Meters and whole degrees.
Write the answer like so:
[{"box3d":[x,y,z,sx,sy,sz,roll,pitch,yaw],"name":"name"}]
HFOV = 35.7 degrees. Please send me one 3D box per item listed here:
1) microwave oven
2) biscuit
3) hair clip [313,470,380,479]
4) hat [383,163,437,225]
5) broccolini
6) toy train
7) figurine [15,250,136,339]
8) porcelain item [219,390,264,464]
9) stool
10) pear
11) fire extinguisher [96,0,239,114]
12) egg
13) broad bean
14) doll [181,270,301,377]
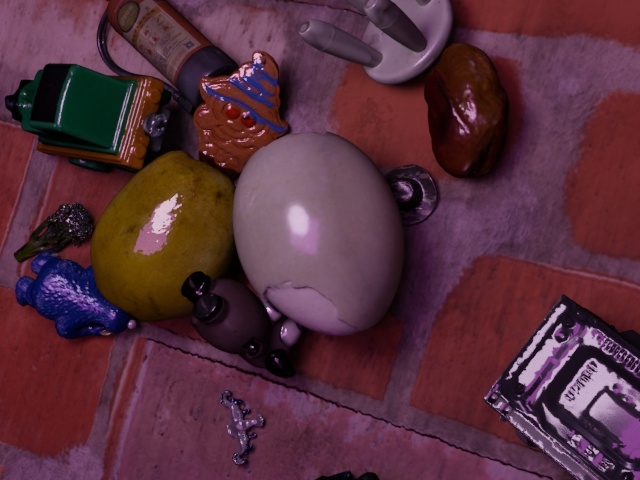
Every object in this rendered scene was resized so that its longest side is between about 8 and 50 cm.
[{"box3d":[0.428,0.253,1.465,0.295,0.181,0.237,40,98,33],"name":"microwave oven"},{"box3d":[-0.155,-0.218,1.833,0.183,0.043,0.280,24,108,-9],"name":"biscuit"},{"box3d":[0.025,0.490,1.616,0.310,0.194,0.206,-28,79,14],"name":"hair clip"},{"box3d":[0.141,-0.082,1.731,0.121,0.050,0.121,-4,81,24],"name":"hat"},{"box3d":[-0.539,-0.016,1.999,0.202,0.091,0.068,-20,30,30],"name":"broccolini"},{"box3d":[-0.445,-0.236,1.858,0.429,0.249,0.178,12,86,46],"name":"toy train"},{"box3d":[-0.469,0.108,1.908,0.262,0.121,0.164,9,81,21],"name":"figurine"},{"box3d":[-0.134,0.330,1.789,0.075,0.021,0.136,-19,75,18],"name":"porcelain item"},{"box3d":[0.096,-0.395,1.694,0.195,0.198,0.195,-11,59,41],"name":"stool"},{"box3d":[-0.269,-0.006,1.773,0.253,0.253,0.307,29,99,23],"name":"pear"},{"box3d":[-0.335,-0.383,1.938,0.200,0.113,0.376,-48,68,9],"name":"fire extinguisher"},{"box3d":[0.000,0.000,1.649,0.278,0.278,0.336,-22,67,17],"name":"egg"},{"box3d":[0.244,-0.218,1.676,0.122,0.156,0.229,3,71,-19],"name":"broad bean"},{"box3d":[-0.131,0.139,1.699,0.117,0.257,0.182,-45,46,13],"name":"doll"}]
